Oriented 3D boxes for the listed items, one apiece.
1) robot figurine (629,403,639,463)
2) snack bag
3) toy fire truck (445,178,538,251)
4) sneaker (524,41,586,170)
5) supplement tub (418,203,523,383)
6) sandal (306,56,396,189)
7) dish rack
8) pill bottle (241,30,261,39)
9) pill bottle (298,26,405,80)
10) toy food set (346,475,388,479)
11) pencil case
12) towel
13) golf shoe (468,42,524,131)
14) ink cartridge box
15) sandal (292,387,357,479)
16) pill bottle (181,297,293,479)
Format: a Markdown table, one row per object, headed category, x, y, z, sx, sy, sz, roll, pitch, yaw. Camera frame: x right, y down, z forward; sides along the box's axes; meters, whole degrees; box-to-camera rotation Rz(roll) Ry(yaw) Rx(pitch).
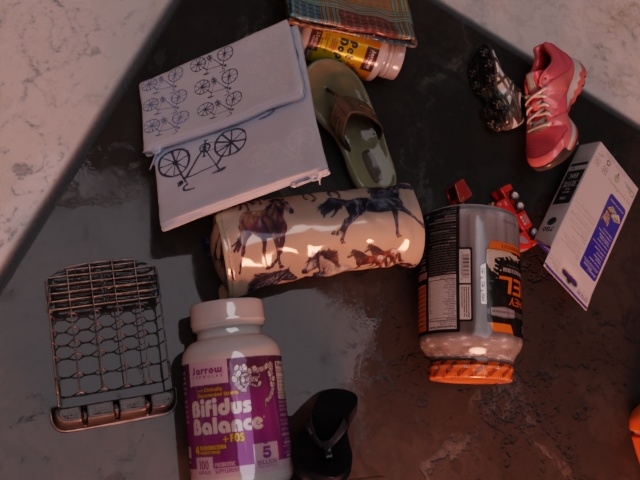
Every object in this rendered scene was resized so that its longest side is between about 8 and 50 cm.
| category | x | y | z | sx | sy | sz | roll | pitch | yaw |
| --- | --- | --- | --- | --- | --- | --- | --- | --- | --- |
| robot figurine | 0.697 | 0.414 | 1.457 | 0.158 | 0.128 | 0.220 | -13 | 80 | -3 |
| snack bag | -0.163 | -0.199 | 1.257 | 0.322 | 0.037 | 0.343 | -18 | 61 | 12 |
| toy fire truck | 0.358 | -0.051 | 1.512 | 0.135 | 0.047 | 0.192 | -26 | 86 | -21 |
| sneaker | 0.474 | -0.292 | 1.561 | 0.136 | 0.115 | 0.314 | 34 | 59 | -29 |
| supplement tub | 0.280 | 0.105 | 1.369 | 0.193 | 0.193 | 0.316 | 6 | 75 | -16 |
| sandal | 0.072 | -0.222 | 1.418 | 0.120 | 0.086 | 0.303 | -32 | 99 | -11 |
| dish rack | -0.354 | 0.169 | 1.218 | 0.208 | 0.074 | 0.272 | -6 | 76 | -20 |
| pill bottle | -0.117 | -0.256 | 1.368 | 0.130 | 0.130 | 0.246 | 16 | 72 | -13 |
| pill bottle | 0.058 | -0.394 | 1.466 | 0.214 | 0.117 | 0.117 | 13 | 73 | -14 |
| toy food set | -0.008 | 0.516 | 1.161 | 0.219 | 0.092 | 0.306 | -2 | 112 | -18 |
| pencil case | 0.000 | 0.000 | 1.327 | 0.410 | 0.184 | 0.160 | -9 | 49 | -20 |
| towel | 0.046 | -0.537 | 1.467 | 0.271 | 0.040 | 0.370 | 5 | 51 | -17 |
| golf shoe | 0.388 | -0.333 | 1.589 | 0.093 | 0.077 | 0.198 | -8 | 83 | -34 |
| ink cartridge box | 0.554 | -0.032 | 1.538 | 0.165 | 0.065 | 0.333 | 43 | 65 | -24 |
| sandal | 0.009 | 0.315 | 1.216 | 0.097 | 0.254 | 0.055 | 3 | 112 | 5 |
| pill bottle | -0.143 | 0.253 | 1.209 | 0.169 | 0.169 | 0.302 | -4 | 77 | -19 |
